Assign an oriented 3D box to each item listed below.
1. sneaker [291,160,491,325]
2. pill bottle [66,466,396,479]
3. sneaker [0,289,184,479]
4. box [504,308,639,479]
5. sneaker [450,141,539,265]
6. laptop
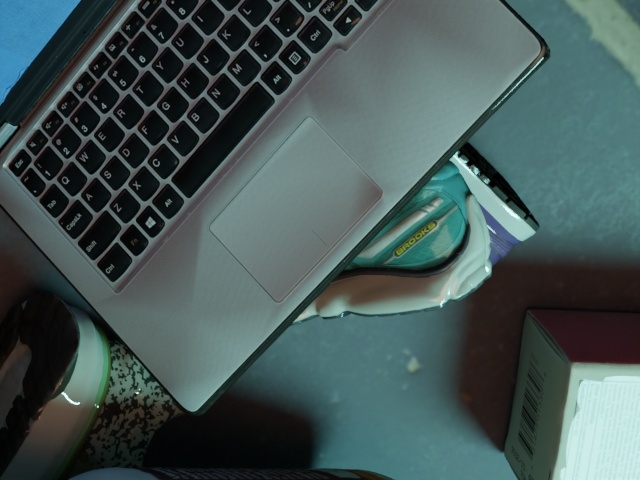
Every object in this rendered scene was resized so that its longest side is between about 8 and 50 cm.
[{"bbox_3d":[0.000,0.000,1.056,0.275,0.107,0.110,-9,100,29],"label":"sneaker"},{"bbox_3d":[-0.093,0.279,1.021,0.392,0.224,0.224,11,110,-47],"label":"pill bottle"},{"bbox_3d":[-0.221,0.245,1.131,0.182,0.158,0.410,18,110,-31],"label":"sneaker"},{"bbox_3d":[0.289,0.149,1.176,0.232,0.127,0.148,3,108,-10],"label":"box"},{"bbox_3d":[0.037,-0.061,1.081,0.124,0.107,0.283,-43,110,13],"label":"sneaker"},{"bbox_3d":[-0.145,-0.127,0.909,0.408,0.236,0.382,47,111,9],"label":"laptop"}]
